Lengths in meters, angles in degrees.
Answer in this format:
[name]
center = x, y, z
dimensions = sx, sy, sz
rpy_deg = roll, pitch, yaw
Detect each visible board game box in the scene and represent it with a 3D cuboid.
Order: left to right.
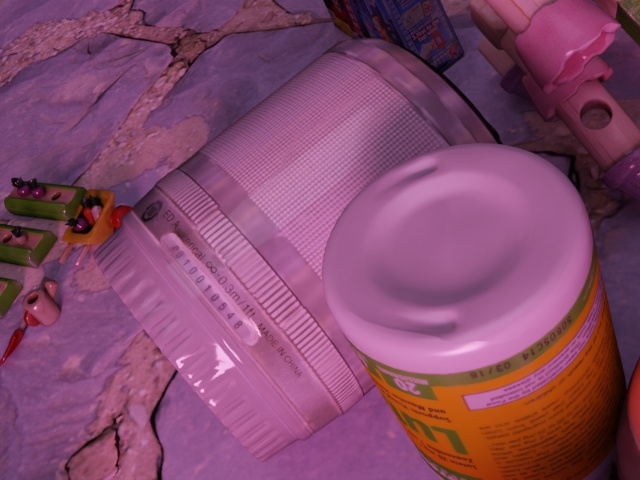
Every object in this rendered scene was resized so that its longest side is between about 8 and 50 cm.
[board game box]
center = 0.049, -0.288, 0.879
dimensions = 0.060, 0.194, 0.194
rpy_deg = -37, 45, -7

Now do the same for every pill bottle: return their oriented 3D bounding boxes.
[pill bottle]
center = 0.105, 0.073, 0.492
dimensions = 0.136, 0.246, 0.136
rpy_deg = -15, 46, 16

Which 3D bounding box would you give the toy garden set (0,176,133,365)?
[toy garden set]
center = -0.332, 0.026, 0.901
dimensions = 0.203, 0.049, 0.244
rpy_deg = 7, 55, 32

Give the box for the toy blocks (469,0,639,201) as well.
[toy blocks]
center = 0.299, -0.170, 0.668
dimensions = 0.288, 0.309, 0.260
rpy_deg = -39, 77, 7

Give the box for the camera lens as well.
[camera lens]
center = 0.000, 0.000, 0.630
dimensions = 0.274, 0.219, 0.219
rpy_deg = -39, 45, -10

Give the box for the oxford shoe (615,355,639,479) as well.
[oxford shoe]
center = 0.272, 0.046, 0.521
dimensions = 0.130, 0.133, 0.363
rpy_deg = 33, 49, 26
